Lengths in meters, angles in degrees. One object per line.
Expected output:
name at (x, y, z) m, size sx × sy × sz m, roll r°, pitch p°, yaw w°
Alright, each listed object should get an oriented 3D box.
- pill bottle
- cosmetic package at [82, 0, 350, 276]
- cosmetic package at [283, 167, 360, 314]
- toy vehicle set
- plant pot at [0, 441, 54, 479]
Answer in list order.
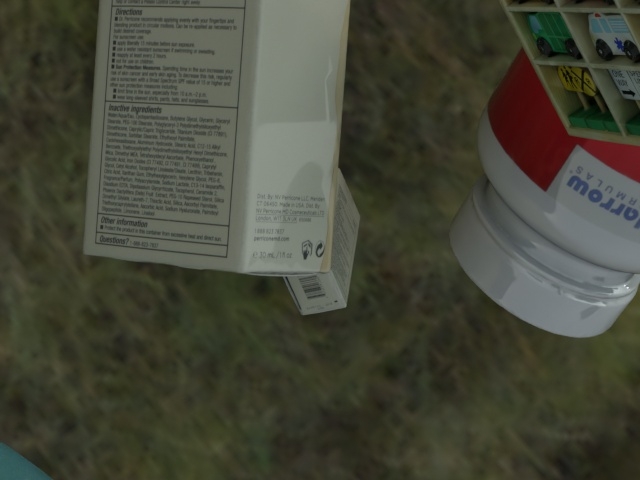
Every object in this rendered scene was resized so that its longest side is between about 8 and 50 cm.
pill bottle at (0.278, -0.123, 1.683) m, size 0.229 × 0.229 × 0.407 m, roll -1°, pitch 132°, yaw -41°
cosmetic package at (-0.073, -0.134, 1.435) m, size 0.113 × 0.160 × 0.309 m, roll 3°, pitch 94°, yaw -54°
cosmetic package at (0.000, 0.000, 1.628) m, size 0.041 × 0.115 × 0.060 m, roll -11°, pitch 127°, yaw 18°
toy vehicle set at (0.209, -0.140, 1.346) m, size 0.035 × 0.267 × 0.166 m, roll -34°, pitch 107°, yaw -14°
plant pot at (-0.271, 0.244, 1.451) m, size 0.234 × 0.165 × 0.166 m, roll 29°, pitch 135°, yaw -21°
